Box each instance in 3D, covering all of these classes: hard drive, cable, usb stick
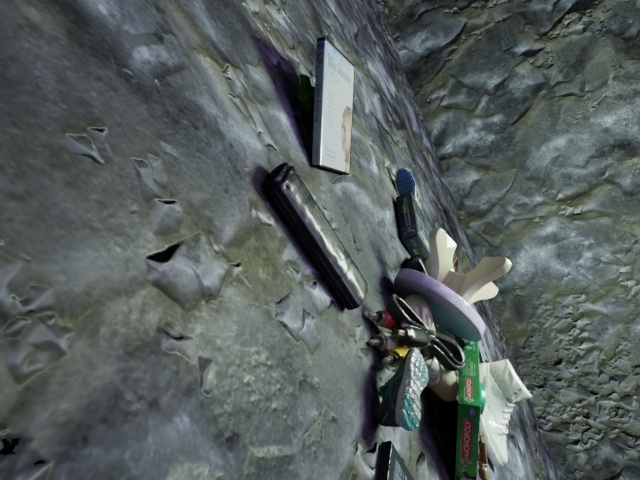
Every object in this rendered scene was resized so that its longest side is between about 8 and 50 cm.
[{"bbox_3d":[0.126,0.396,0.728,0.135,0.022,0.094,61,23,-16],"label":"hard drive"},{"bbox_3d":[0.194,0.198,0.957,0.287,0.072,0.140,26,42,-46],"label":"cable"},{"bbox_3d":[0.000,0.000,0.781,0.278,0.045,0.077,57,32,-25],"label":"usb stick"}]

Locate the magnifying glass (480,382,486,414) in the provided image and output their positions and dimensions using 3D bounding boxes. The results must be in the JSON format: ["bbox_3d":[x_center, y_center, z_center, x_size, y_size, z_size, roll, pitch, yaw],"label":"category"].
[{"bbox_3d":[0.434,0.414,1.357,0.231,0.026,0.092,-81,-175,-66],"label":"magnifying glass"}]

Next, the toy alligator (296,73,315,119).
[{"bbox_3d":[-0.009,-0.288,1.027,0.051,0.056,0.189,-60,151,-5],"label":"toy alligator"}]

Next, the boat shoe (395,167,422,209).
[{"bbox_3d":[0.292,-0.155,1.565,0.066,0.066,0.183,-54,129,-69],"label":"boat shoe"}]

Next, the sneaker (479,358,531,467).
[{"bbox_3d":[0.539,0.497,1.378,0.108,0.169,0.293,35,40,-55],"label":"sneaker"}]

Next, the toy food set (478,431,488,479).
[{"bbox_3d":[0.340,0.455,0.989,0.078,0.019,0.122,-34,117,-69],"label":"toy food set"}]

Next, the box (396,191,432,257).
[{"bbox_3d":[0.311,-0.009,1.467,0.233,0.059,0.184,49,29,-39],"label":"box"}]

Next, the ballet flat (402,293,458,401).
[{"bbox_3d":[0.227,0.243,1.045,0.086,0.086,0.249,7,62,-65],"label":"ballet flat"}]

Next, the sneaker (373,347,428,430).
[{"bbox_3d":[0.135,0.249,0.805,0.065,0.076,0.166,59,34,-16],"label":"sneaker"}]

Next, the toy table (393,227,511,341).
[{"bbox_3d":[0.319,0.106,1.134,0.274,0.252,0.161,46,67,-33],"label":"toy table"}]

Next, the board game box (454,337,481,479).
[{"bbox_3d":[0.345,0.383,1.101,0.317,0.046,0.214,-42,133,-67],"label":"board game box"}]

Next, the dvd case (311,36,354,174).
[{"bbox_3d":[0.031,-0.274,1.002,0.180,0.022,0.253,-4,97,-66],"label":"dvd case"}]

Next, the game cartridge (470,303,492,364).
[{"bbox_3d":[0.561,0.373,1.686,0.230,0.068,0.355,44,32,-52],"label":"game cartridge"}]

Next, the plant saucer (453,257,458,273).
[{"bbox_3d":[0.387,0.132,1.436,0.168,0.029,0.169,-44,140,-52],"label":"plant saucer"}]

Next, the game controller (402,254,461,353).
[{"bbox_3d":[0.312,0.195,1.302,0.166,0.067,0.319,-24,91,-53],"label":"game controller"}]
